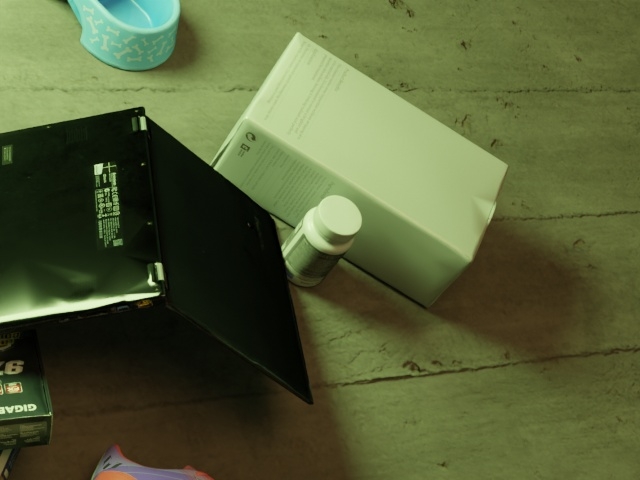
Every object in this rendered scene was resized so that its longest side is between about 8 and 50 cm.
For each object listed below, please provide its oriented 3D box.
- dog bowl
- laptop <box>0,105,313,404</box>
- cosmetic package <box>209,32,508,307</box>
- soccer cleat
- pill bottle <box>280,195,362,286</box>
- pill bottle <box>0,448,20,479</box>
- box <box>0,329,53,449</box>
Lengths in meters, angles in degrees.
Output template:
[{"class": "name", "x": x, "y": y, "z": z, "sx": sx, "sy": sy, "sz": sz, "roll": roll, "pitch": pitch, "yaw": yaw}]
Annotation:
[{"class": "dog bowl", "x": -0.328, "y": -0.386, "z": 2.015, "sx": 0.297, "sy": 0.074, "sz": 0.166, "roll": 46, "pitch": 49, "yaw": 5}, {"class": "laptop", "x": -0.248, "y": 0.036, "z": 1.737, "sx": 0.408, "sy": 0.236, "sz": 0.382, "roll": -11, "pitch": 41, "yaw": -3}, {"class": "cosmetic package", "x": 0.062, "y": -0.102, "z": 1.986, "sx": 0.385, "sy": 0.156, "sz": 0.217, "roll": 34, "pitch": 50, "yaw": -6}, {"class": "soccer cleat", "x": -0.124, "y": 0.331, "z": 1.627, "sx": 0.318, "sy": 0.108, "sz": 0.116, "roll": 17, "pitch": 49, "yaw": -15}, {"class": "pill bottle", "x": 0.000, "y": 0.000, "z": 1.891, "sx": 0.078, "sy": 0.137, "sz": 0.078, "roll": 14, "pitch": 54, "yaw": -20}, {"class": "pill bottle", "x": -0.381, "y": 0.234, "z": 1.573, "sx": 0.067, "sy": 0.067, "sz": 0.120, "roll": 26, "pitch": 50, "yaw": -11}, {"class": "box", "x": -0.426, "y": 0.167, "z": 1.542, "sx": 0.220, "sy": 0.051, "sz": 0.175, "roll": -4, "pitch": 38, "yaw": -18}]
